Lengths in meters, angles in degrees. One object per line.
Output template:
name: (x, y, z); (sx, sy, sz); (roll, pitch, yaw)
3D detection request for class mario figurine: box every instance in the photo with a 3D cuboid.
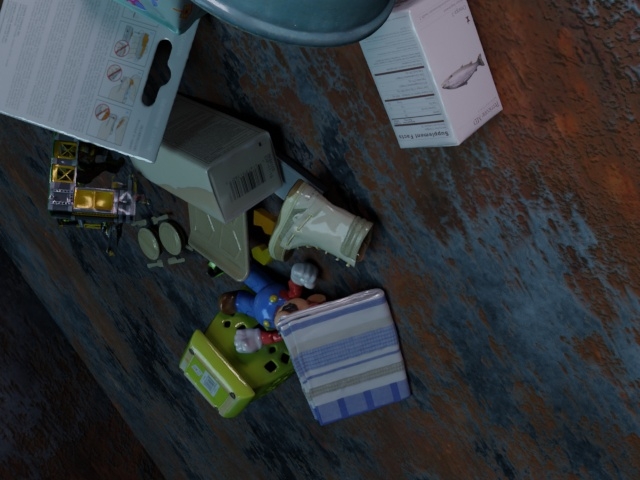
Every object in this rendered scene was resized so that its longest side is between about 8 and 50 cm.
mario figurine: (-0.097, 0.136, 1.611); (0.320, 0.170, 0.198); (22, 136, 41)

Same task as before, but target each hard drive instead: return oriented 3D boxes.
hard drive: (-0.044, -0.098, 1.439); (0.135, 0.022, 0.094); (38, 146, 20)

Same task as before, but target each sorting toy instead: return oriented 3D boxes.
sorting toy: (-0.177, -0.037, 1.598); (0.307, 0.041, 0.229); (32, 130, 39)

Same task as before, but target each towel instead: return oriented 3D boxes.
towel: (0.052, 0.227, 1.517); (0.034, 0.209, 0.285); (-106, -1, -57)

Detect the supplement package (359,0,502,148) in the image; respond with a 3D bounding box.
supplement package: (0.138, -0.220, 1.002); (0.105, 0.105, 0.179); (4, 126, 50)

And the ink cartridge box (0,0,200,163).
ink cartridge box: (-0.403, -0.333, 1.415); (0.385, 0.308, 0.091); (19, -176, 13)

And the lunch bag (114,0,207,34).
lunch bag: (-0.276, -0.482, 1.213); (0.262, 0.160, 0.223); (33, 146, 17)

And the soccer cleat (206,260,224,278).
soccer cleat: (-0.210, 0.030, 1.733); (0.060, 0.072, 0.179); (44, 148, 11)

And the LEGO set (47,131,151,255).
LEGO set: (-0.444, -0.130, 1.626); (0.331, 0.192, 0.255); (128, 144, -67)

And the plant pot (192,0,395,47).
plant pot: (0.011, -0.431, 0.770); (0.341, 0.341, 0.334); (48, 140, 5)

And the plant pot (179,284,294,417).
plant pot: (-0.189, 0.270, 1.827); (0.227, 0.207, 0.228); (47, 147, 7)

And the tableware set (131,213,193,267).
tableware set: (-0.391, -0.002, 1.966); (0.194, 0.039, 0.128); (-9, 103, 49)

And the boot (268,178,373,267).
boot: (0.000, 0.000, 1.405); (0.165, 0.077, 0.213); (29, 143, 5)

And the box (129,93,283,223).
box: (-0.229, -0.162, 1.468); (0.311, 0.148, 0.121); (29, 145, 43)
